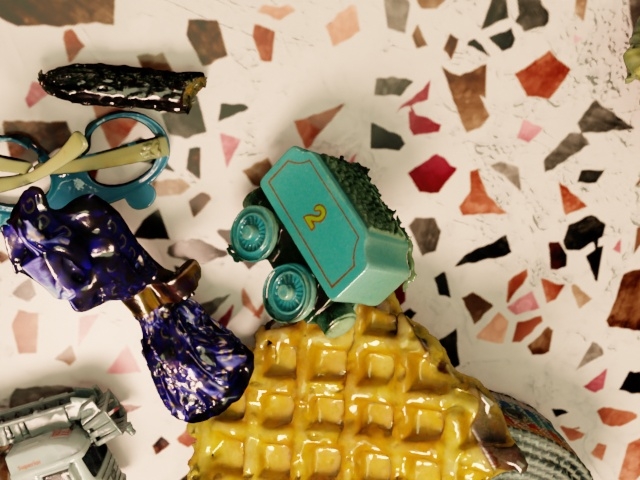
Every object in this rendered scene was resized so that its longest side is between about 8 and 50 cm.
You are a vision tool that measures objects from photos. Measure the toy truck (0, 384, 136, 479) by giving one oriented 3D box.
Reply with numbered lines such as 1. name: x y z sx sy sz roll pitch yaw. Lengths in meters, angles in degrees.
1. toy truck: -0.383 0.295 1.079 0.338 0.133 0.184 -19 102 1

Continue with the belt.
1. belt: 0.212 0.309 1.158 0.295 0.160 0.207 31 102 -18

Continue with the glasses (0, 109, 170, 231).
1. glasses: -0.282 -0.096 0.945 0.239 0.207 0.102 -11 74 -7

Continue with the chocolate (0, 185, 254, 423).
1. chocolate: -0.205 0.055 0.988 0.148 0.126 0.343 -34 123 5

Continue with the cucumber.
1. cucumber: -0.216 -0.168 0.979 0.181 0.053 0.053 4 109 -8

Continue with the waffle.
1. waffle: 0.027 0.261 1.060 0.379 0.095 0.382 -39 70 7

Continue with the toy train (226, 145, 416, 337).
1. toy train: 0.000 0.000 0.997 0.163 0.203 0.112 -45 152 23

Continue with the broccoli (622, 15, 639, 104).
1. broccoli: 0.511 -0.203 0.954 0.348 0.281 0.293 1 110 -10
